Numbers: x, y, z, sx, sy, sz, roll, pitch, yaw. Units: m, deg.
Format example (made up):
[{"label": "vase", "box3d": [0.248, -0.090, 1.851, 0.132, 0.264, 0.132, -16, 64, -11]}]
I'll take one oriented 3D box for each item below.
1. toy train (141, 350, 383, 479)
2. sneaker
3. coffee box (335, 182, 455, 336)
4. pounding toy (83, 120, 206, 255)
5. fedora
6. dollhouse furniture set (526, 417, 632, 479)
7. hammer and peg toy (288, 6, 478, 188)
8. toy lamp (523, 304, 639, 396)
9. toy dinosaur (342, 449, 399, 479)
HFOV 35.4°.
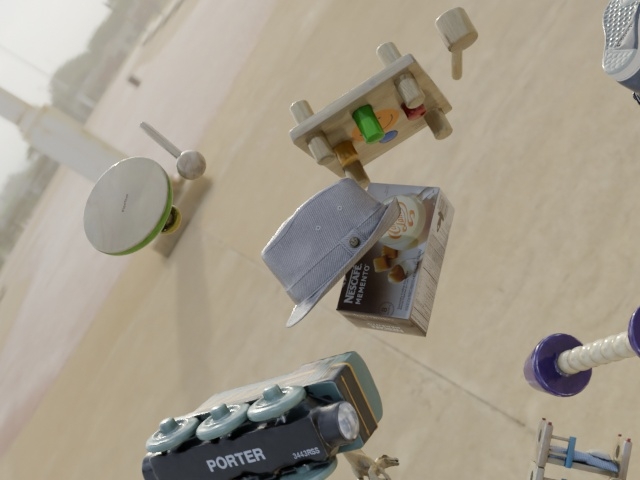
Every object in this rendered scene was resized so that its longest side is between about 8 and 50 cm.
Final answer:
[{"label": "toy train", "box3d": [-0.076, 0.249, 1.302, 0.333, 0.142, 0.190, -22, 8, 31]}, {"label": "sneaker", "box3d": [0.505, -0.287, 1.511, 0.086, 0.163, 0.226, -28, 37, 50]}, {"label": "coffee box", "box3d": [0.134, 0.032, 1.762, 0.141, 0.098, 0.247, 6, 70, 28]}, {"label": "pounding toy", "box3d": [-0.299, -0.066, 1.771, 0.183, 0.110, 0.237, 31, 85, 36]}, {"label": "fedora", "box3d": [0.000, 0.000, 1.613, 0.275, 0.124, 0.244, -45, 3, -4]}, {"label": "dollhouse furniture set", "box3d": [0.376, 0.335, 1.416, 0.184, 0.129, 0.129, 62, -141, -85]}, {"label": "hammer and peg toy", "box3d": [0.143, -0.239, 1.787, 0.361, 0.127, 0.266, -32, -21, 12]}, {"label": "toy lamp", "box3d": [0.306, 0.127, 1.123, 0.080, 0.080, 0.275, -64, 4, -21]}, {"label": "toy dinosaur", "box3d": [0.061, 0.330, 1.468, 0.053, 0.183, 0.093, -41, 48, 12]}]
